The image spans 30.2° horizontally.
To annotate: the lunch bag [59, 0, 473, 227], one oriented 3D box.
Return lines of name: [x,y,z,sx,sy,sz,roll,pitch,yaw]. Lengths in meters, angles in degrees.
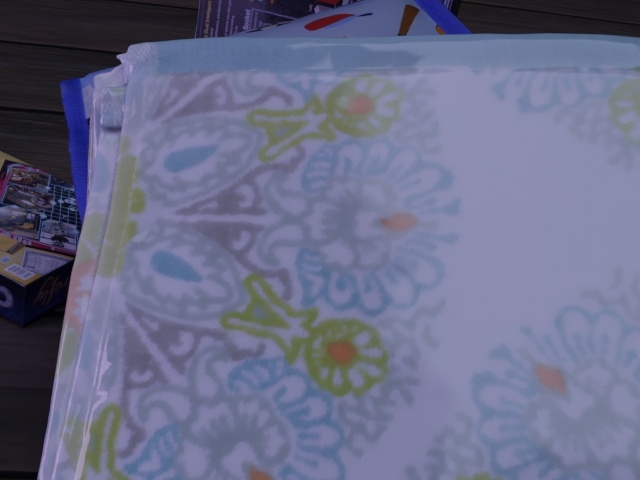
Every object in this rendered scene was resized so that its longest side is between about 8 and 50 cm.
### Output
lunch bag: [0.000,0.000,0.863,0.328,0.239,0.385,-19,30,-6]

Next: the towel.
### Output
towel: [0.040,0.037,0.646,0.374,0.090,0.320,0,64,7]

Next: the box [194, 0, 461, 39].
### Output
box: [-0.001,-0.168,1.165,0.242,0.307,0.076,13,33,4]

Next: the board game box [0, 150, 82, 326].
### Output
board game box: [-0.301,-0.020,1.064,0.243,0.042,0.165,24,31,22]
